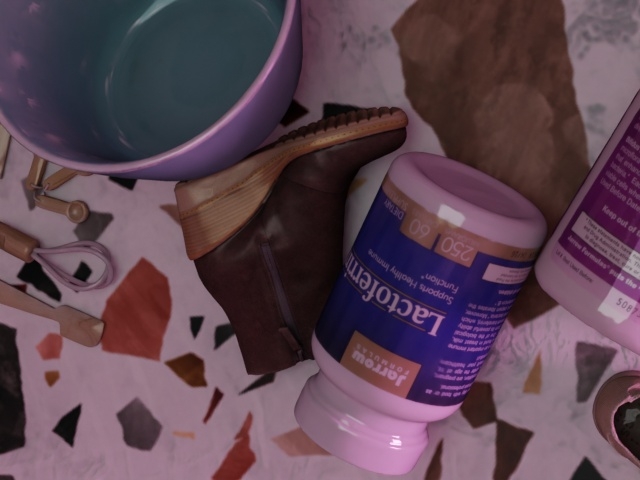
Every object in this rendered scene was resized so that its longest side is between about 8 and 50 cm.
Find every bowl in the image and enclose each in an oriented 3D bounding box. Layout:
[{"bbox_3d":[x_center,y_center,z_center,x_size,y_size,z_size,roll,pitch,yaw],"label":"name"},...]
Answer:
[{"bbox_3d":[-0.140,-0.179,1.577,0.311,0.163,0.311,-7,69,19],"label":"bowl"}]

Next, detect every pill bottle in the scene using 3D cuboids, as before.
[{"bbox_3d":[0.083,0.067,1.538,0.153,0.153,0.265,29,108,16],"label":"pill bottle"},{"bbox_3d":[0.323,-0.056,1.440,0.169,0.169,0.301,34,104,15],"label":"pill bottle"}]

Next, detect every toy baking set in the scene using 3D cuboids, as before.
[{"bbox_3d":[-0.307,-0.009,1.744,0.196,0.030,0.256,-9,90,20],"label":"toy baking set"}]

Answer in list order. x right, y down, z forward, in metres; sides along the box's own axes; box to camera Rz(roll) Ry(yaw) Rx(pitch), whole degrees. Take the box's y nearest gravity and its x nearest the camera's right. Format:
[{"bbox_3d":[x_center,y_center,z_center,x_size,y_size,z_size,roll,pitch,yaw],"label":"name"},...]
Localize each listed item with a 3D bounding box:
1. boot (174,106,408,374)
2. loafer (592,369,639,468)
[{"bbox_3d":[0.000,0.000,1.623,0.248,0.090,0.207,-21,100,15],"label":"boot"},{"bbox_3d":[0.352,0.204,1.484,0.268,0.092,0.102,26,101,17],"label":"loafer"}]
